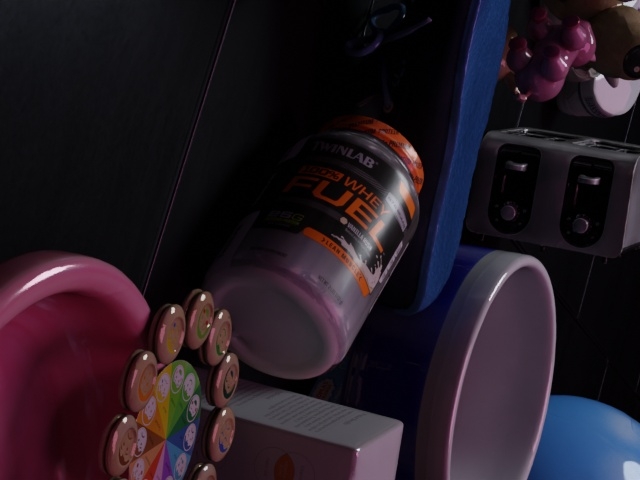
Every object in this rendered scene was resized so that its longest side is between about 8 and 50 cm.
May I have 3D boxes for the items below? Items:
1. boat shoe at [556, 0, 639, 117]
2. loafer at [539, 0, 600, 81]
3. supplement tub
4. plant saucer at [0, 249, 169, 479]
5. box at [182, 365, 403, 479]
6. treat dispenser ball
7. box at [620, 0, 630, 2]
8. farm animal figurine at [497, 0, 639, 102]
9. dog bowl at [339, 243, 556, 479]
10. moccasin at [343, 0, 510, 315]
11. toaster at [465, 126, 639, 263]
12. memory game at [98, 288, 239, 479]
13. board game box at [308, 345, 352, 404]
[{"bbox_3d":[0.340,-0.255,2.197,0.096,0.088,0.268,30,73,-33],"label":"boat shoe"},{"bbox_3d":[0.292,-0.305,2.013,0.112,0.111,0.319,-53,148,-48],"label":"loafer"},{"bbox_3d":[0.000,0.000,1.431,0.117,0.117,0.190,82,28,-43],"label":"supplement tub"},{"bbox_3d":[-0.194,0.163,1.074,0.332,0.084,0.332,13,90,-68],"label":"plant saucer"},{"bbox_3d":[-0.044,0.173,1.340,0.091,0.170,0.130,-19,120,-66],"label":"box"},{"bbox_3d":[0.238,0.301,1.973,0.288,0.288,0.288,13,90,-69],"label":"treat dispenser ball"},{"bbox_3d":[0.140,-0.264,1.418,0.113,0.275,0.094,172,-66,-71],"label":"box"},{"bbox_3d":[0.220,-0.216,1.747,0.172,0.330,0.327,72,8,-49],"label":"farm animal figurine"},{"bbox_3d":[0.114,0.134,1.703,0.265,0.104,0.265,-39,134,-55],"label":"dog bowl"},{"bbox_3d":[0.068,-0.112,1.542,0.137,0.116,0.342,-11,116,-71],"label":"moccasin"},{"bbox_3d":[0.258,-0.049,1.995,0.185,0.168,0.110,-13,113,-67],"label":"toaster"},{"bbox_3d":[-0.090,0.120,1.181,0.186,0.012,0.186,12,90,-71],"label":"memory game"},{"bbox_3d":[0.041,0.166,1.740,0.211,0.039,0.160,78,32,-46],"label":"board game box"}]
